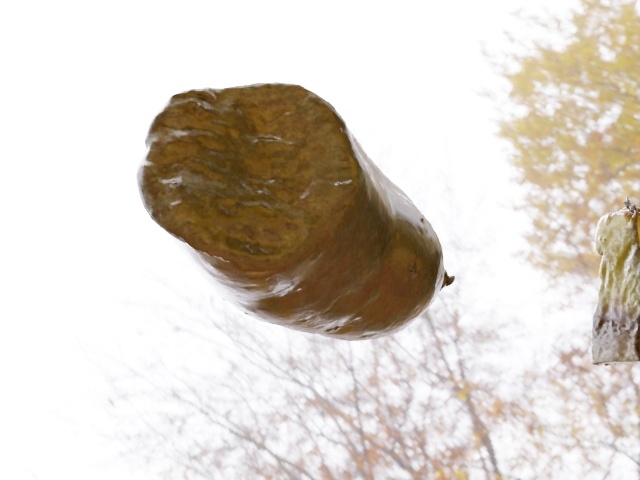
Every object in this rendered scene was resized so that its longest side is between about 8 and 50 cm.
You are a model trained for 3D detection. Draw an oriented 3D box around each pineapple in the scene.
[{"bbox_3d":[0.367,0.069,1.260,0.236,0.114,0.186,43,-116,-13],"label":"pineapple"}]

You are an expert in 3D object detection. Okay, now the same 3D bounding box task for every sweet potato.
[{"bbox_3d":[0.000,0.000,0.891,0.158,0.158,0.369,-49,-32,0],"label":"sweet potato"}]
